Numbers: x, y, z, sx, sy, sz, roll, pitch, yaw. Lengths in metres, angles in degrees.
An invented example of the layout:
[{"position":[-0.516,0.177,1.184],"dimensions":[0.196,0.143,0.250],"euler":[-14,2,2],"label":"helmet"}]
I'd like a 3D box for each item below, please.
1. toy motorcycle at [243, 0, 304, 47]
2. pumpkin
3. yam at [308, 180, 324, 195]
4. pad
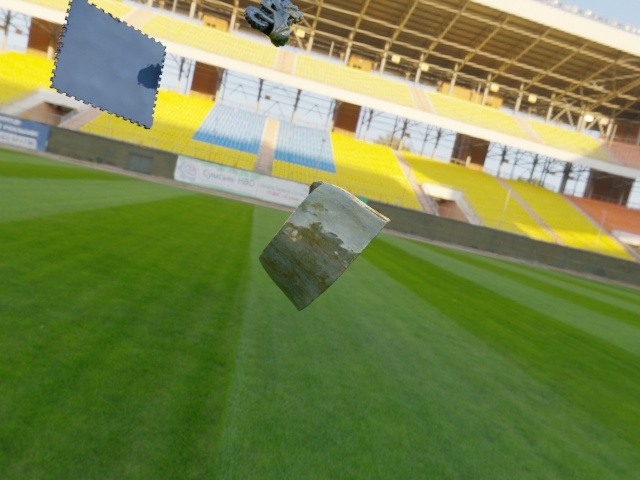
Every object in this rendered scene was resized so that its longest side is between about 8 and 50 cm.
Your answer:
[{"position":[-0.114,-0.603,1.192],"dimensions":[0.130,0.094,0.229],"euler":[40,44,-4],"label":"toy motorcycle"},{"position":[0.000,0.000,1.122],"dimensions":[0.199,0.332,0.332],"euler":[48,9,2],"label":"pumpkin"},{"position":[-0.011,-0.119,1.391],"dimensions":[0.070,0.146,0.070],"euler":[10,2,0],"label":"yam"},{"position":[-0.548,-0.464,1.144],"dimensions":[0.012,0.269,0.270],"euler":[0,-13,42],"label":"pad"}]
